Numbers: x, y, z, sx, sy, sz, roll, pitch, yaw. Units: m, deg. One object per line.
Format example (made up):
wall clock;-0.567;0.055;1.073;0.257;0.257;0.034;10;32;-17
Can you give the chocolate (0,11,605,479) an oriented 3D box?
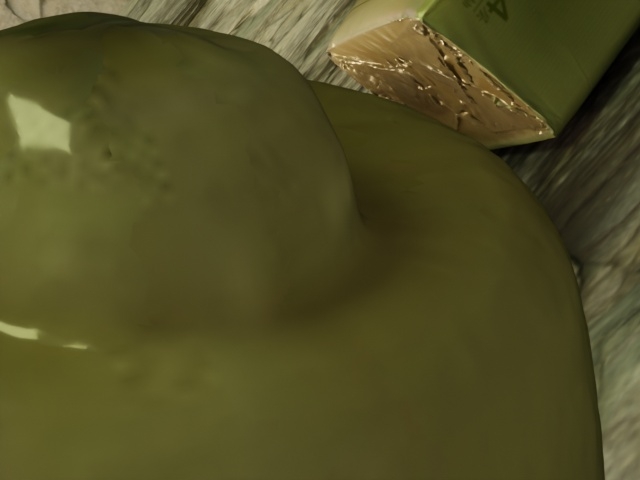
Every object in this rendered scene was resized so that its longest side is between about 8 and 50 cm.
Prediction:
chocolate;-0.075;0.075;0.572;0.326;0.297;0.314;-3;20;26

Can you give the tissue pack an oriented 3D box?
tissue pack;0.132;-0.174;1.112;0.234;0.125;0.159;-54;15;-14
